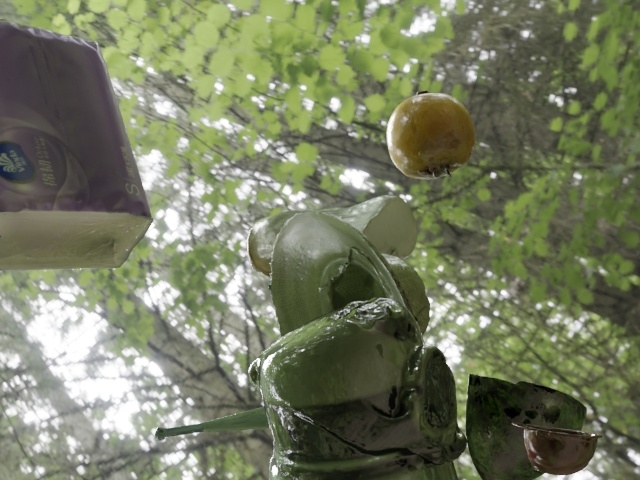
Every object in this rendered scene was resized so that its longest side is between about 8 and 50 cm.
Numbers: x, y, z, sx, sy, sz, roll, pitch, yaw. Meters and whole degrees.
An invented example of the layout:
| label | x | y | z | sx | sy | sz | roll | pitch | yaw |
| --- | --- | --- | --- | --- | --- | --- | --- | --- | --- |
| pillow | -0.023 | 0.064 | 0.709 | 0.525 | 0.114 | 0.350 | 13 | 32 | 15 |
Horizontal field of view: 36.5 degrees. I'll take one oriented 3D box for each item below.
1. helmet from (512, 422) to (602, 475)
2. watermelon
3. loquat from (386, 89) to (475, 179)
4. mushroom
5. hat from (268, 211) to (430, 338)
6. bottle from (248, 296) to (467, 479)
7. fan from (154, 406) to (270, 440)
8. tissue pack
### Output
| label | x | y | z | sx | sy | sz | roll | pitch | yaw |
| --- | --- | --- | --- | --- | --- | --- | --- | --- | --- |
| helmet | 0.293 | 0.264 | 1.215 | 0.111 | 0.089 | 0.057 | 6 | -94 | 10 |
| watermelon | 0.313 | 0.281 | 1.464 | 0.137 | 0.145 | 0.193 | -34 | -63 | -54 |
| loquat | 0.184 | -0.173 | 1.627 | 0.163 | 0.137 | 0.163 | 11 | -116 | -22 |
| mushroom | 0.000 | 0.000 | 1.458 | 0.159 | 0.328 | 0.122 | 3 | -94 | -41 |
| hat | 0.058 | 0.075 | 1.045 | 0.110 | 0.252 | 0.252 | -21 | -63 | -34 |
| bottle | 0.038 | 0.217 | 0.771 | 0.168 | 0.168 | 0.347 | -14 | -79 | -27 |
| fan | -0.113 | 0.229 | 1.222 | 0.193 | 0.038 | 0.016 | -5 | -28 | -17 |
| tissue pack | -0.400 | -0.137 | 1.359 | 0.242 | 0.338 | 0.160 | 1 | -32 | -39 |
